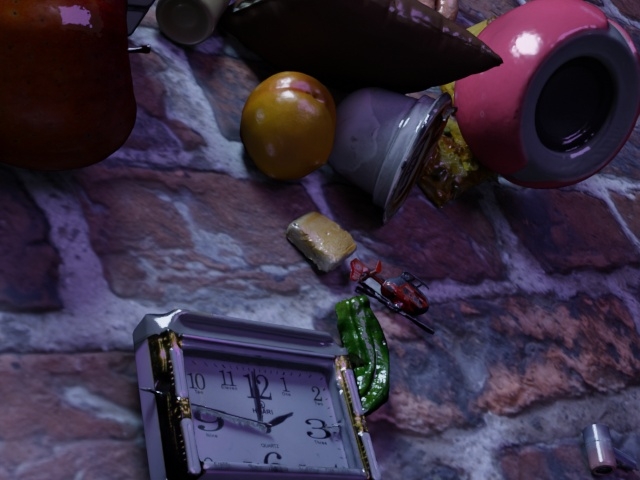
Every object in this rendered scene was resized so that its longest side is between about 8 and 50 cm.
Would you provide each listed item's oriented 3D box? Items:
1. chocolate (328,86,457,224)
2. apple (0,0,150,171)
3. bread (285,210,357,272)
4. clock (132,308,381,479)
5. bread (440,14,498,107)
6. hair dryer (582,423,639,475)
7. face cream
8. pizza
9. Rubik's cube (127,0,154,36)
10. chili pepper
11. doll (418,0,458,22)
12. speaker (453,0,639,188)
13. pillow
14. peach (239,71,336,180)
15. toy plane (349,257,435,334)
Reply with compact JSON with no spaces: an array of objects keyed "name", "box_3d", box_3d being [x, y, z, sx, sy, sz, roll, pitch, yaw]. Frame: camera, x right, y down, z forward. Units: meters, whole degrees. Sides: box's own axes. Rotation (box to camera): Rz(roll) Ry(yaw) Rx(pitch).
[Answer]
[{"name":"chocolate","box_3d":[0.085,-0.144,1.290,0.147,0.221,0.221,34,35,12]},{"name":"apple","box_3d":[-0.286,-0.189,0.932,0.234,0.234,0.234,26,41,-25]},{"name":"bread","box_3d":[0.000,0.000,1.172,0.083,0.035,0.070,42,36,5]},{"name":"clock","box_3d":[-0.066,0.174,0.903,0.253,0.083,0.186,14,47,-36]},{"name":"bread","box_3d":[0.321,-0.285,1.662,0.240,0.139,0.240,27,42,-28]},{"name":"hair dryer","box_3d":[0.412,0.305,1.290,0.114,0.037,0.063,31,40,-31]},{"name":"face cream","box_3d":[-0.157,-0.404,1.353,0.137,0.084,0.341,3,41,7]},{"name":"pizza","box_3d":[0.187,-0.139,1.461,0.292,0.058,0.197,25,41,-25]},{"name":"Rubik's cube","box_3d":[-0.321,-0.432,1.053,0.292,0.293,0.287,-14,66,-48]},{"name":"chili pepper","box_3d":[0.043,0.147,1.065,0.073,0.050,0.182,35,40,-27]},{"name":"doll","box_3d":[0.164,-0.475,1.722,0.201,0.156,0.303,40,65,-22]},{"name":"speaker","box_3d":[0.344,-0.229,1.427,0.294,0.294,0.294,26,41,-25]},{"name":"pillow","box_3d":[0.043,-0.279,1.289,0.305,0.308,0.108,19,83,-29]},{"name":"peach","box_3d":[-0.040,-0.150,1.196,0.138,0.138,0.138,26,41,-25]},{"name":"toy plane","box_3d":[0.094,0.066,1.200,0.145,0.037,0.060,35,48,-21]}]
